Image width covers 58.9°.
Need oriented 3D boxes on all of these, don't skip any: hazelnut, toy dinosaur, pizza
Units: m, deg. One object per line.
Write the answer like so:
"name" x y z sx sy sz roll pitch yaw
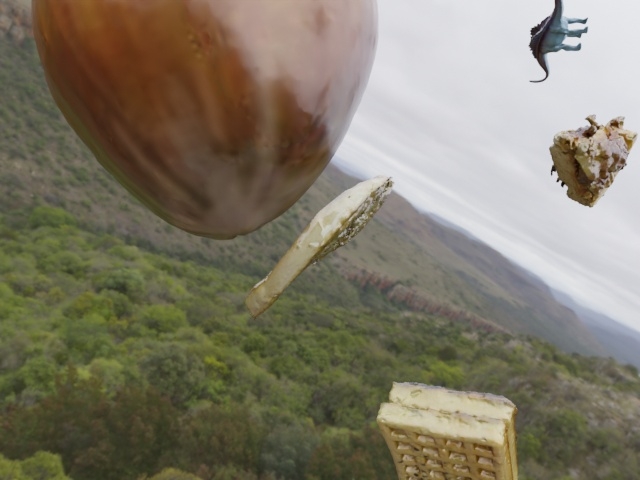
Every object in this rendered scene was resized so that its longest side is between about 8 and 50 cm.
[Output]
"hazelnut" -0.112 -0.177 0.570 0.316 0.372 0.372 -5 22 -23
"toy dinosaur" 0.370 -0.320 0.889 0.080 0.045 0.197 8 -28 11
"pizza" 0.424 -0.130 0.882 0.194 0.154 0.069 9 27 -44

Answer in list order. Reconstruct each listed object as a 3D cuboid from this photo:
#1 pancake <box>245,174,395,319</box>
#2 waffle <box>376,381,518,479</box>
"pancake" 0.001 0.002 0.999 0.065 0.356 0.356 50 9 2
"waffle" 0.109 0.175 0.471 0.103 0.042 0.148 3 -44 22
